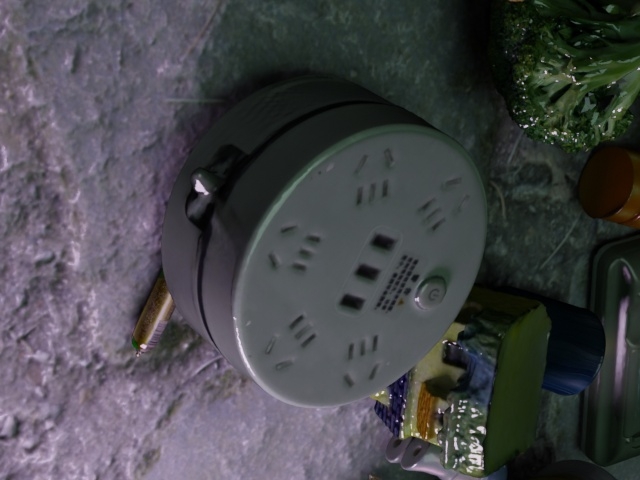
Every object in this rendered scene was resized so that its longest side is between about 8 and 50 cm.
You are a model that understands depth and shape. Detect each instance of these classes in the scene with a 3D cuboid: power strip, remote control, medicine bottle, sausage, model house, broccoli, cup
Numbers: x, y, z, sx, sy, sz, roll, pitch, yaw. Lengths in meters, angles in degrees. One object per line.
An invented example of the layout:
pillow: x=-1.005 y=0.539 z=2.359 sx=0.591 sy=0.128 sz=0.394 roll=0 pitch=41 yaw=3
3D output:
power strip: x=0.000 y=0.000 z=1.649 sx=0.358 sy=0.161 sz=0.357 roll=-19 pitch=126 yaw=-29
remote control: x=0.418 y=0.150 z=2.062 sx=0.128 sy=0.065 sz=0.335 roll=-14 pitch=120 yaw=-21
medicine bottle: x=0.427 y=-0.056 z=1.942 sx=0.192 sy=0.096 sz=0.096 roll=10 pitch=108 yaw=-34
sausage: x=-0.145 y=0.010 z=1.676 sx=0.033 sy=0.033 sz=0.269 roll=18 pitch=104 yaw=-36
model house: x=0.141 y=0.147 z=1.814 sx=0.170 sy=0.211 sz=0.193 roll=-23 pitch=123 yaw=-55
broccoli: x=0.303 y=-0.226 z=1.712 sx=0.269 sy=0.242 sz=0.261 roll=-16 pitch=104 yaw=-57
cup: x=0.260 y=0.139 z=1.932 sx=0.138 sy=0.113 sz=0.150 roll=19 pitch=101 yaw=-34

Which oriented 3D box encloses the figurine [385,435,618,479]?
figurine: x=0.265 y=0.344 z=1.972 sx=0.382 sy=0.225 sz=0.205 roll=40 pitch=77 yaw=-36

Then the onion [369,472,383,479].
onion: x=0.086 y=0.430 z=1.939 sx=0.201 sy=0.200 sz=0.207 roll=-40 pitch=133 yaw=-8
